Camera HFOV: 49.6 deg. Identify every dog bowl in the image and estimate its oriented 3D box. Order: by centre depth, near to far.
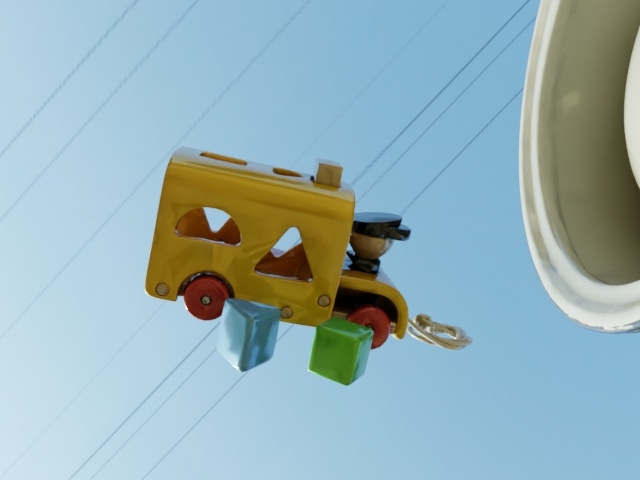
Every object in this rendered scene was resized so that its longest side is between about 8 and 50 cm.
[{"bbox_3d":[0.281,-0.129,0.490,0.150,0.408,0.408,7,-86,-3],"label":"dog bowl"}]

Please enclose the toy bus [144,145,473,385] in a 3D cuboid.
[{"bbox_3d":[-0.011,-0.001,0.449,0.190,0.202,0.105,21,-76,36],"label":"toy bus"}]
